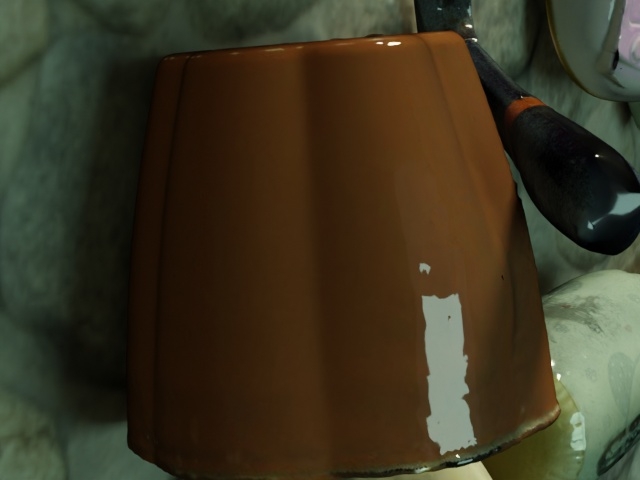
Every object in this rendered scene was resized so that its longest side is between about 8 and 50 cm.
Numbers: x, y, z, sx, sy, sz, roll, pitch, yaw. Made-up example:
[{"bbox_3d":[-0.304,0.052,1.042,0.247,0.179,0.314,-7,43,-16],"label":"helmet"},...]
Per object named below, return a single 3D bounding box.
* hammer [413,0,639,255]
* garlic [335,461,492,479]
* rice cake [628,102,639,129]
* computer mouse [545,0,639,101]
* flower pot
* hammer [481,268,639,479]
[{"bbox_3d":[0.090,-0.062,0.784,0.290,0.037,0.137,-118,-165,-70],"label":"hammer"},{"bbox_3d":[0.048,0.170,0.918,0.164,0.145,0.245,-88,164,-50],"label":"garlic"},{"bbox_3d":[0.265,-0.180,1.186,0.221,0.042,0.080,-60,141,-23],"label":"rice cake"},{"bbox_3d":[0.207,-0.240,1.036,0.158,0.072,0.310,-5,109,-50],"label":"computer mouse"},{"bbox_3d":[0.000,0.000,0.723,0.191,0.191,0.173,-17,102,-55],"label":"flower pot"},{"bbox_3d":[0.145,0.179,1.083,0.202,0.113,0.305,-24,127,-49],"label":"hammer"}]
